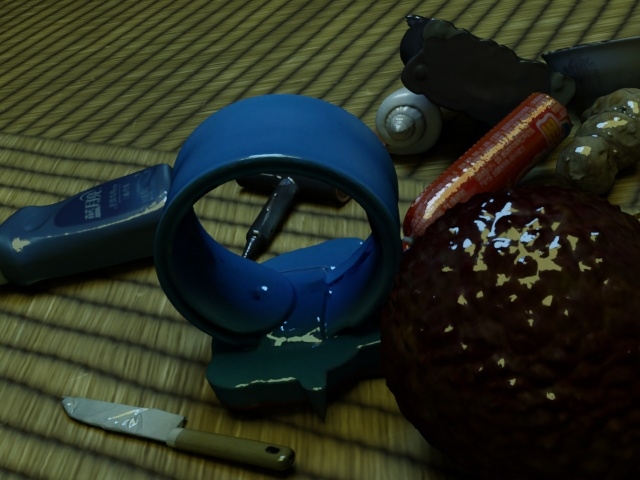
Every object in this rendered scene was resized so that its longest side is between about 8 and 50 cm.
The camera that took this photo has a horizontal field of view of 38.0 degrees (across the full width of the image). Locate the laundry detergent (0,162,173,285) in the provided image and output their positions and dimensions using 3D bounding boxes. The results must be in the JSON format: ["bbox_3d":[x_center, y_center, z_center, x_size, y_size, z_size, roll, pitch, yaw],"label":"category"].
[{"bbox_3d":[-0.321,-0.013,1.206,0.290,0.094,0.143,-16,37,-6],"label":"laundry detergent"}]

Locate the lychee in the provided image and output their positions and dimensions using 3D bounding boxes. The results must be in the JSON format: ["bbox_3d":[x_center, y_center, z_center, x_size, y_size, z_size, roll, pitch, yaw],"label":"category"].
[{"bbox_3d":[0.178,0.082,0.762,0.261,0.260,0.260,-9,33,6],"label":"lychee"}]

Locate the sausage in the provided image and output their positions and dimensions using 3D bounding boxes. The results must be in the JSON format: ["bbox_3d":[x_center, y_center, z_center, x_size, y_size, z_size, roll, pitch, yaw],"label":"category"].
[{"bbox_3d":[0.189,-0.073,1.119,0.274,0.074,0.074,-40,41,-18],"label":"sausage"}]

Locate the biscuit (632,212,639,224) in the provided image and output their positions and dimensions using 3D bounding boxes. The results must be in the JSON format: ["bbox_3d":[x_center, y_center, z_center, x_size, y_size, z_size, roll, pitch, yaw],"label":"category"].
[{"bbox_3d":[0.353,0.035,0.961,0.226,0.042,0.226,-10,32,6],"label":"biscuit"}]

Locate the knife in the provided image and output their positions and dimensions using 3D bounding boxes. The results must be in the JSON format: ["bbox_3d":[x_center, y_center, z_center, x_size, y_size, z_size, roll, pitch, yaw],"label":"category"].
[{"bbox_3d":[-0.150,0.186,0.923,0.298,0.017,0.047,4,34,29],"label":"knife"}]

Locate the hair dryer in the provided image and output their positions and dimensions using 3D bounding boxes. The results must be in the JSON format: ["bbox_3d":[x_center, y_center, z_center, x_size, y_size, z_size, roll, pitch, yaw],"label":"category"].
[{"bbox_3d":[-0.077,-0.040,1.217,0.173,0.050,0.195,10,42,35],"label":"hair dryer"}]

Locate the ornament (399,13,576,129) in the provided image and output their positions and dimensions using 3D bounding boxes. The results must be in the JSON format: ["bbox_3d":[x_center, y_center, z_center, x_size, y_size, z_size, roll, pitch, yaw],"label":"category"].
[{"bbox_3d":[0.223,-0.239,1.305,0.251,0.106,0.260,26,18,-2],"label":"ornament"}]

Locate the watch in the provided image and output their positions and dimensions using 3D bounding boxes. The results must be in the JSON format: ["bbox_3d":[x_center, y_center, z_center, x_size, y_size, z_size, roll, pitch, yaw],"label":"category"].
[{"bbox_3d":[0.000,0.000,0.917,0.305,0.274,0.241,-14,32,8],"label":"watch"}]

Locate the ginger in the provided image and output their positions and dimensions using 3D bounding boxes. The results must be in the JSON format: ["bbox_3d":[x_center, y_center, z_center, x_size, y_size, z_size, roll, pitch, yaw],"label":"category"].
[{"bbox_3d":[0.358,-0.123,1.162,0.104,0.080,0.204,-4,30,37],"label":"ginger"}]

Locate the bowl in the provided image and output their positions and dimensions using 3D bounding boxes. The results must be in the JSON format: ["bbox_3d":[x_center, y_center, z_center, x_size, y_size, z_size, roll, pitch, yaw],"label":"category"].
[{"bbox_3d":[0.400,-0.227,1.273,0.189,0.086,0.189,-7,5,1],"label":"bowl"}]

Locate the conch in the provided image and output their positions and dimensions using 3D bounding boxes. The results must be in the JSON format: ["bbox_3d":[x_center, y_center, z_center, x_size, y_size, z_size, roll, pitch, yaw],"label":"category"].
[{"bbox_3d":[0.121,-0.179,1.313,0.094,0.104,0.176,11,31,-4],"label":"conch"}]
